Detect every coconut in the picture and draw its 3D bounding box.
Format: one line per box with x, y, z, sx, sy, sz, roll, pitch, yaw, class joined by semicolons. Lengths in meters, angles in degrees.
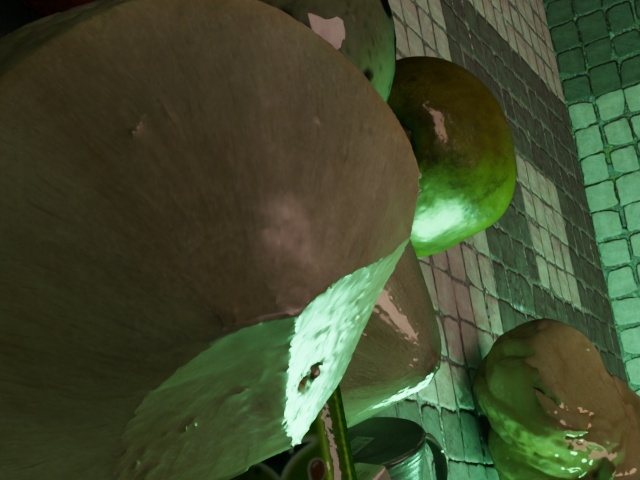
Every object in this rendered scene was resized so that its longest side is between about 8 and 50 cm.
0.004;0.080;1.229;0.237;0.265;0.237;22;90;-77;coconut
-0.121;0.012;0.854;0.344;0.415;0.415;8;63;-28;coconut

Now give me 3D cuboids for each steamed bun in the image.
0.408;0.323;1.985;0.372;0.230;0.325;46;39;10;steamed bun

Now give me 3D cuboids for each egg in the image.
-0.058;-0.211;1.285;0.379;0.287;0.288;-70;137;-65;egg

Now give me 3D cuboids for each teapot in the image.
0.063;0.303;1.380;0.239;0.162;0.149;-19;103;-39;teapot

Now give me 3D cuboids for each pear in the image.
0.116;-0.116;1.578;0.375;0.287;0.287;10;65;-79;pear

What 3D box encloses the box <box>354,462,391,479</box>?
-0.021;0.399;1.087;0.365;0.051;0.205;-41;114;-38;box

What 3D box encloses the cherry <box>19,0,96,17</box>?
-0.227;-0.309;1.107;0.239;0.206;0.239;-26;124;-47;cherry

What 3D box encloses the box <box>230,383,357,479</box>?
-0.042;0.168;1.031;0.097;0.134;0.346;55;24;-66;box
